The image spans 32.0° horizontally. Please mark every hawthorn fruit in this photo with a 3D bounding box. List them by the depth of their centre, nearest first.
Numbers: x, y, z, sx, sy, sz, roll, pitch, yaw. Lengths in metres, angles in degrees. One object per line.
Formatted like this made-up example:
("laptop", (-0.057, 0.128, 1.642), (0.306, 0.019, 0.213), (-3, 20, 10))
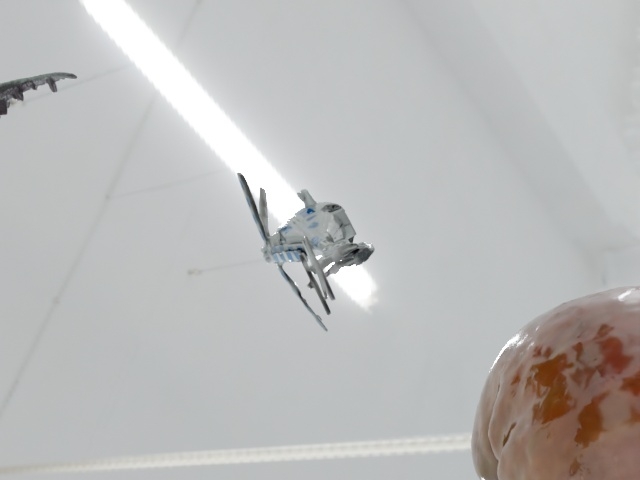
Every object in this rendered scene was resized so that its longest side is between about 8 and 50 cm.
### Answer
("hawthorn fruit", (0.182, 0.140, 0.502), (0.231, 0.263, 0.235), (36, -109, -53))

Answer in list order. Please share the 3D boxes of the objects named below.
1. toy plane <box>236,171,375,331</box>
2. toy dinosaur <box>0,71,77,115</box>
("toy plane", (-0.005, -0.010, 1.102), (0.182, 0.107, 0.273), (62, 173, 9))
("toy dinosaur", (-0.326, -0.129, 1.014), (0.209, 0.039, 0.082), (-11, -72, -14))
